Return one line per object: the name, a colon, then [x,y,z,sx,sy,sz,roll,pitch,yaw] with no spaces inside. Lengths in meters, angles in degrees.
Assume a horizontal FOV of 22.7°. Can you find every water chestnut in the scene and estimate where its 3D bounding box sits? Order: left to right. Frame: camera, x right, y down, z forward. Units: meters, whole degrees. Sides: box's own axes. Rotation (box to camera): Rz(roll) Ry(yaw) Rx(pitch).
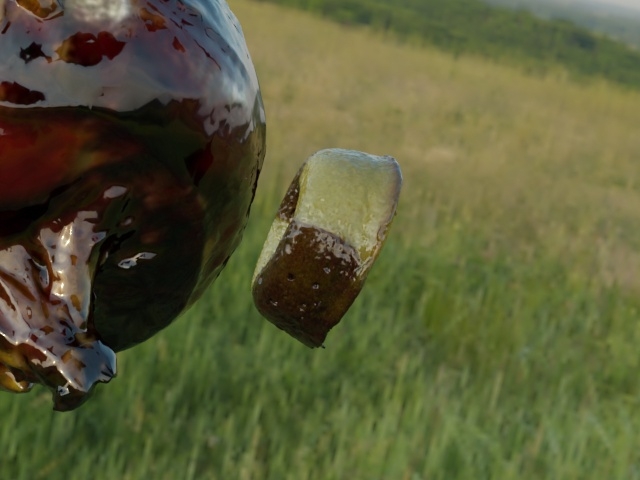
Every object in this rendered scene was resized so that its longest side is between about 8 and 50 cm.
water chestnut: [-0.168,-0.026,0.841,0.300,0.300,0.300,12,11,-2]

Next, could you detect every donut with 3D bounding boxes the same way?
donut: [0.000,0.000,1.246,0.073,0.166,0.184,22,8,-7]
